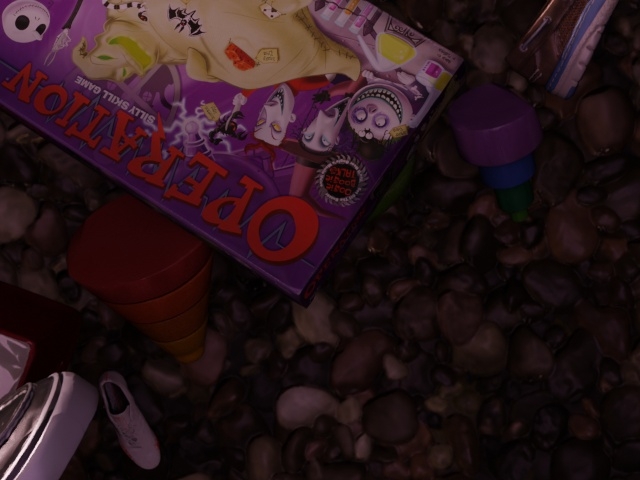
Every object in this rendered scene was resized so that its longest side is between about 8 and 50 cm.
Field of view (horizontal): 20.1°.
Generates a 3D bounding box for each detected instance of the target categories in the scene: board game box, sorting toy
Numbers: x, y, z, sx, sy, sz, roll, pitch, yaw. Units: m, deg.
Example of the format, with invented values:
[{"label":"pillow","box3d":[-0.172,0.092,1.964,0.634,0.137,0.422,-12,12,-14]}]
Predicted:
[{"label":"board game box","box3d":[-0.095,-0.129,1.291,0.347,0.056,0.208,32,84,14]},{"label":"sorting toy","box3d":[0.000,0.000,1.355,0.365,0.127,0.126,-19,123,0]}]

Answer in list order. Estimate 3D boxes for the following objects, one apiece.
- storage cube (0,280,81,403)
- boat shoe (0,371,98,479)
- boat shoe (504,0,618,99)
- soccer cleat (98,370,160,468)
[{"label":"storage cube","box3d":[-0.299,0.116,1.306,0.215,0.193,0.184,19,94,1]},{"label":"boat shoe","box3d":[-0.274,0.182,1.158,0.306,0.113,0.105,-43,107,13]},{"label":"boat shoe","box3d":[0.195,-0.200,1.337,0.066,0.066,0.183,24,94,1]},{"label":"soccer cleat","box3d":[-0.148,0.139,1.382,0.029,0.035,0.083,-24,93,2]}]
